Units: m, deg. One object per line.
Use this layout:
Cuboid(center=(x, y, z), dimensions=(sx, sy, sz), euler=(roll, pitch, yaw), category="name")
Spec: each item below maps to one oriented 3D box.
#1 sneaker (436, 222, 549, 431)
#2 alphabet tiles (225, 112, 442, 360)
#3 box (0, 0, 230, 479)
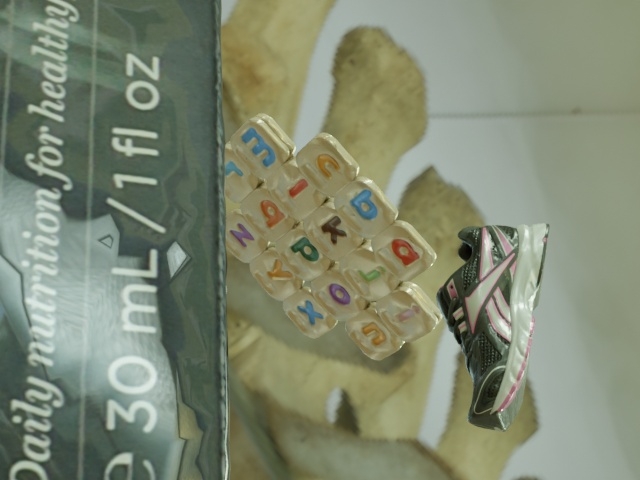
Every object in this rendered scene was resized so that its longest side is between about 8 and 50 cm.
Cuboid(center=(0.122, 0.062, 1.088), dimensions=(0.077, 0.178, 0.072), euler=(8, -40, 10), category="sneaker")
Cuboid(center=(0.000, 0.000, 1.513), dimensions=(0.284, 0.021, 0.278), euler=(49, -33, -2), category="alphabet tiles")
Cuboid(center=(-0.291, -0.063, 0.578), dimensions=(0.297, 0.471, 0.480), euler=(116, -26, -61), category="box")
